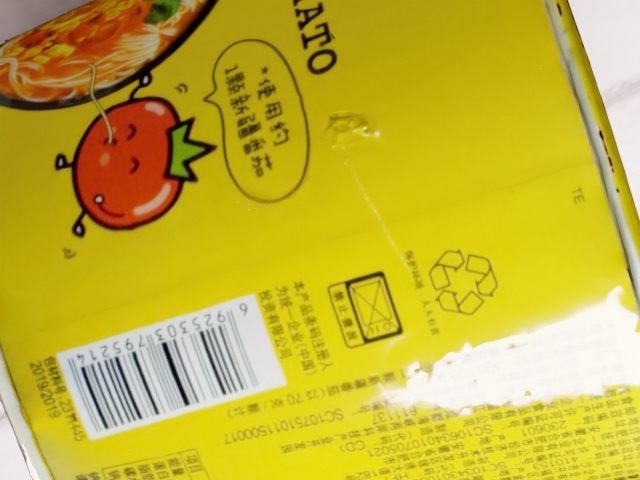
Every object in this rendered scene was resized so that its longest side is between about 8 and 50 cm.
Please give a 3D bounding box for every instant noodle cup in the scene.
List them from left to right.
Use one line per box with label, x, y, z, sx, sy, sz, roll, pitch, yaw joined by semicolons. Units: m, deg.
instant noodle cup;0.000;0.000;0.777;0.254;0.325;0.325;-19;141;6
